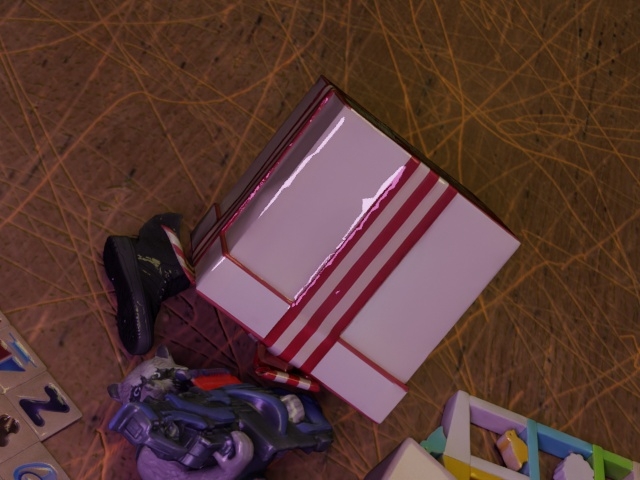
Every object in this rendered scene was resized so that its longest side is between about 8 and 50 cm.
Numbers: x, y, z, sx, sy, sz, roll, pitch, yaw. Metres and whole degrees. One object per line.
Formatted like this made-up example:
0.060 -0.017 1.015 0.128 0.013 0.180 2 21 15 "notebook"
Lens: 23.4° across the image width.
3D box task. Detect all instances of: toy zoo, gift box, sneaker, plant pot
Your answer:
0.226 0.276 1.659 0.293 0.030 0.192 23 44 -18 "toy zoo"
0.000 0.000 1.531 0.276 0.258 0.255 37 7 -8 "gift box"
-0.166 0.042 1.567 0.089 0.051 0.170 4 49 -30 "sneaker"
0.079 0.277 1.502 0.109 0.109 0.096 43 53 4 "plant pot"

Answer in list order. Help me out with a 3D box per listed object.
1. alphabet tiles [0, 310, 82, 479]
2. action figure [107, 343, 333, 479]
-0.379 0.159 1.341 0.285 0.011 0.342 49 42 11 "alphabet tiles"
-0.097 0.236 1.360 0.341 0.178 0.330 18 34 -58 "action figure"
